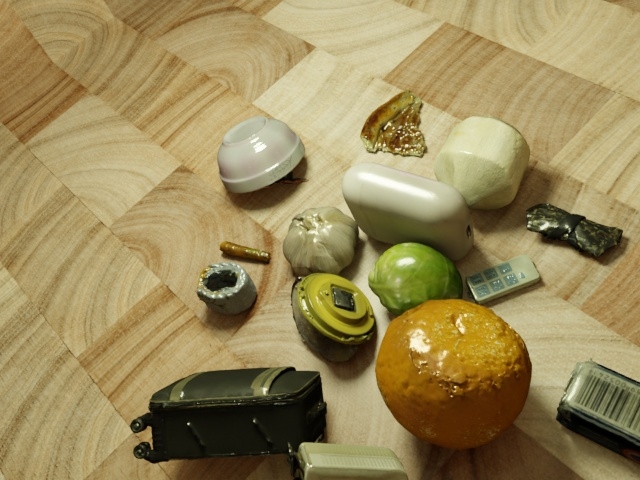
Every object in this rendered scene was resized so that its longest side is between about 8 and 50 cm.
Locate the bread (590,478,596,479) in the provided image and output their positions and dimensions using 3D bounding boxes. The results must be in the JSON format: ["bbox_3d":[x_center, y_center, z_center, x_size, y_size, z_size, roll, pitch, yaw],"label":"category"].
[{"bbox_3d":[0.556,0.621,1.305,0.119,0.152,0.288,2,58,12],"label":"bread"}]

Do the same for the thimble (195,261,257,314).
[{"bbox_3d":[-0.265,0.138,1.921,0.151,0.118,0.127,4,58,19],"label":"thimble"}]

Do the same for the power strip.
[{"bbox_3d":[0.473,0.102,1.759,0.192,0.035,0.081,-22,53,4],"label":"power strip"}]

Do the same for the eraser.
[{"bbox_3d":[0.689,0.390,1.451,0.332,0.101,0.155,24,65,29],"label":"eraser"}]

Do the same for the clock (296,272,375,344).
[{"bbox_3d":[0.052,0.163,1.751,0.057,0.237,0.237,-54,43,34],"label":"clock"}]

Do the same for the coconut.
[{"bbox_3d":[0.435,-0.199,1.851,0.237,0.237,0.266,15,65,26],"label":"coconut"}]

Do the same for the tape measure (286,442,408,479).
[{"bbox_3d":[0.033,0.555,1.456,0.271,0.231,0.133,9,14,-18],"label":"tape measure"}]

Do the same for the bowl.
[{"bbox_3d":[-0.205,-0.289,2.123,0.287,0.144,0.287,-19,32,12],"label":"bowl"}]

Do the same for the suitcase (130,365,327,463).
[{"bbox_3d":[-0.198,0.409,1.613,0.434,0.283,0.194,-5,89,13],"label":"suitcase"}]

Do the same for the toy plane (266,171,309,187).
[{"bbox_3d":[-0.133,-0.202,2.147,0.188,0.062,0.135,-6,32,11],"label":"toy plane"}]

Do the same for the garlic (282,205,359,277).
[{"bbox_3d":[-0.002,-0.003,1.913,0.228,0.152,0.228,-5,57,8],"label":"garlic"}]

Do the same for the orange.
[{"bbox_3d":[0.292,0.302,1.511,0.340,0.293,0.340,4,38,-3],"label":"orange"}]

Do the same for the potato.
[{"bbox_3d":[0.015,0.221,1.810,0.261,0.100,0.120,52,122,23],"label":"potato"}]

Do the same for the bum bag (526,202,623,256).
[{"bbox_3d":[0.655,-0.029,1.769,0.248,0.069,0.102,21,43,28],"label":"bum bag"}]

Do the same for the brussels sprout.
[{"bbox_3d":[0.242,0.107,1.720,0.244,0.244,0.244,-9,55,12],"label":"brussels sprout"}]

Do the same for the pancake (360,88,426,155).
[{"bbox_3d":[0.258,-0.359,2.131,0.266,0.057,0.244,-38,55,-11],"label":"pancake"}]

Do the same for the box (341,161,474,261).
[{"bbox_3d":[0.233,-0.075,1.798,0.349,0.289,0.141,19,71,28],"label":"box"}]

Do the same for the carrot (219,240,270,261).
[{"bbox_3d":[-0.225,0.035,2.030,0.170,0.042,0.042,11,61,21],"label":"carrot"}]
